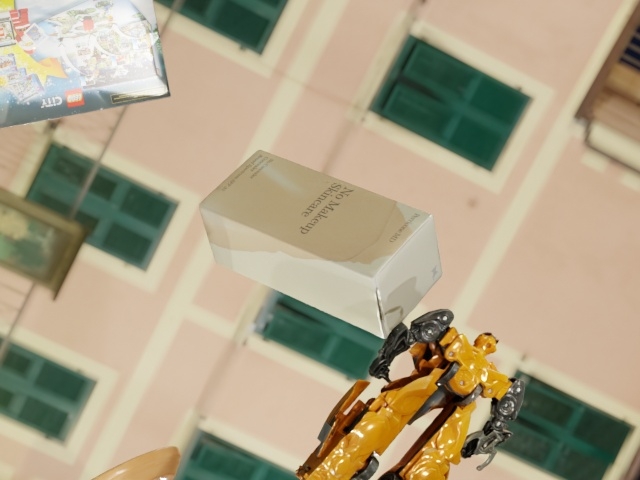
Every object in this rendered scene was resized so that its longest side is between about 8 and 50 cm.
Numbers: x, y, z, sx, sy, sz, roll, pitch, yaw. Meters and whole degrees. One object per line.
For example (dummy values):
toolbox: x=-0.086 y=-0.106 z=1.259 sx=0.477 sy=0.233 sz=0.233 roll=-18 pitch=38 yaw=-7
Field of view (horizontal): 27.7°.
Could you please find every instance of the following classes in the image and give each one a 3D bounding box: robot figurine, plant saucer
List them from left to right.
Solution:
plant saucer: x=-0.291 y=0.367 z=1.915 sx=0.200 sy=0.037 sz=0.200 roll=-28 pitch=165 yaw=-8
robot figurine: x=0.114 y=0.223 z=1.607 sx=0.291 sy=0.211 sz=0.085 roll=-48 pitch=-165 yaw=-9

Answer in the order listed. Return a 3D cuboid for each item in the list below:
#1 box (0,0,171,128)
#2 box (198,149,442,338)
box: x=-0.312 y=-0.234 z=1.593 sx=0.044 sy=0.233 sz=0.159 roll=-130 pitch=-150 yaw=-75
box: x=0.000 y=0.000 z=1.795 sx=0.148 sy=0.311 sz=0.121 roll=-46 pitch=141 yaw=-32
